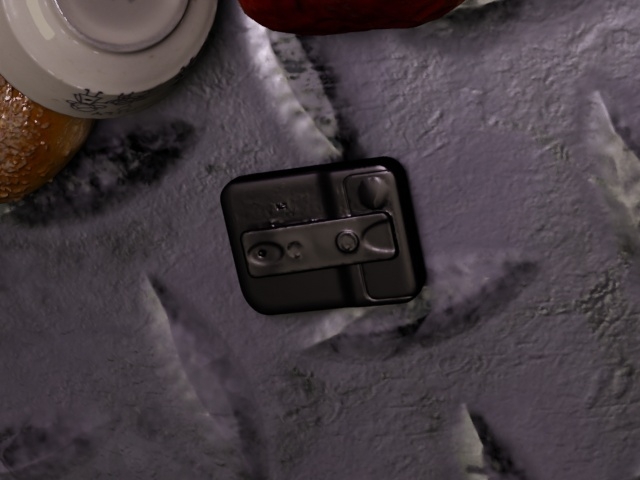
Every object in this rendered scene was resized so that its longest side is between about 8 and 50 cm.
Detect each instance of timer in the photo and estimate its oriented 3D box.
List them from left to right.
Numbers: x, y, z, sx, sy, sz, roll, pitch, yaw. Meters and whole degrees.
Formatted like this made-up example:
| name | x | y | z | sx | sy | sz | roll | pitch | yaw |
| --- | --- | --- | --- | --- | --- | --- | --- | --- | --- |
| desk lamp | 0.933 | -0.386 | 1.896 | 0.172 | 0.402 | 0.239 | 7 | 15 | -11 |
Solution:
| name | x | y | z | sx | sy | sz | roll | pitch | yaw |
| --- | --- | --- | --- | --- | --- | --- | --- | --- | --- |
| timer | 0.000 | 0.000 | 1.486 | 0.187 | 0.055 | 0.144 | -7 | 107 | 20 |

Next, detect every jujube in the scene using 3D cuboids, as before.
| name | x | y | z | sx | sy | sz | roll | pitch | yaw |
| --- | --- | --- | --- | --- | --- | --- | --- | --- | --- |
| jujube | 0.038 | -0.266 | 1.321 | 0.255 | 0.190 | 0.190 | -13 | 104 | 38 |

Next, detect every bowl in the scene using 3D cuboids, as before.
| name | x | y | z | sx | sy | sz | roll | pitch | yaw |
| --- | --- | --- | --- | --- | --- | --- | --- | --- | --- |
| bowl | -0.192 | -0.228 | 1.364 | 0.237 | 0.126 | 0.238 | -1 | 94 | -19 |

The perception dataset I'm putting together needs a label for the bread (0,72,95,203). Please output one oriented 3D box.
| name | x | y | z | sx | sy | sz | roll | pitch | yaw |
| --- | --- | --- | --- | --- | --- | --- | --- | --- | --- |
| bread | -0.364 | -0.174 | 1.485 | 0.305 | 0.159 | 0.306 | 6 | 111 | 16 |
